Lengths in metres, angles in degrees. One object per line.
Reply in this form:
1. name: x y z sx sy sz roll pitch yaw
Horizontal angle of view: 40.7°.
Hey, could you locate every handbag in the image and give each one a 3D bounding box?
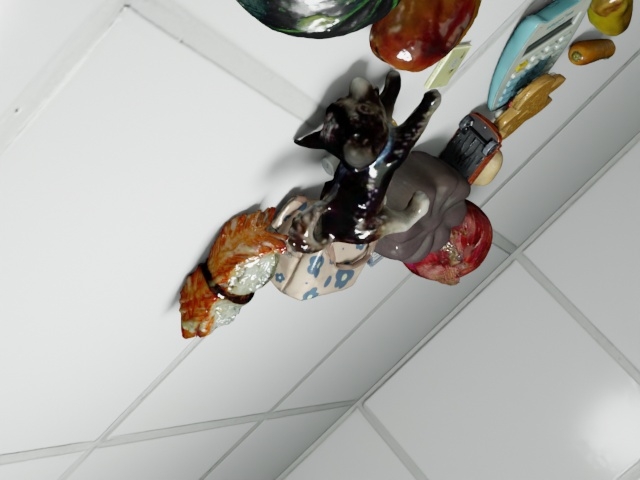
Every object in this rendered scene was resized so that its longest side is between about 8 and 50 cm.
1. handbag: 0.000 0.000 1.878 0.251 0.190 0.193 -12 138 -50

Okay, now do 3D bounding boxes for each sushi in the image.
1. sushi: -0.185 0.074 1.769 0.130 0.124 0.332 -1 138 -46

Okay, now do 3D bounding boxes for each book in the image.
1. book: 0.273 -0.372 1.843 0.077 0.014 0.111 -20 151 -46

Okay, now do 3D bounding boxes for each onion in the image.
1. onion: 0.341 -0.001 2.401 0.276 0.276 0.276 -36 159 -16

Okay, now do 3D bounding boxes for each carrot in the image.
1. carrot: 0.728 -0.509 2.323 0.225 0.067 0.067 -20 151 -49

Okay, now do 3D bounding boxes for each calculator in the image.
1. calculator: 0.516 -0.451 2.074 0.256 0.054 0.386 -35 160 -19

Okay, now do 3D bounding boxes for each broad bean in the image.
1. broad bean: 0.185 -0.388 1.495 0.228 0.122 0.156 -45 135 -8

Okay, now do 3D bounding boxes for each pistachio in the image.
1. pistachio: 0.713 -0.581 2.108 0.110 0.100 0.189 -62 153 -9

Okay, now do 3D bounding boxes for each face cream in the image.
1. face cream: 0.084 -0.198 1.801 0.182 0.051 0.072 -35 155 -21

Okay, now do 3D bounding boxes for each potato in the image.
1. potato: 0.444 -0.214 2.360 0.112 0.112 0.147 -32 164 -24

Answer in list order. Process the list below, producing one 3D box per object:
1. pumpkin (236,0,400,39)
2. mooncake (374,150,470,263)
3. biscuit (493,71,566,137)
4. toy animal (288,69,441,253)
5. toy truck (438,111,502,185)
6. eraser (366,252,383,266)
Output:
1. pumpkin: 0.017 -0.377 1.040 0.315 0.238 0.315 -40 159 -19
2. mooncake: 0.232 -0.078 2.125 0.306 0.154 0.306 -35 147 -27
3. biscuit: 0.526 -0.356 2.204 0.216 0.047 0.339 -39 170 5
4. toy animal: 0.064 -0.140 1.637 0.302 0.194 0.344 -20 124 -35
5. toy truck: 0.381 -0.217 2.230 0.114 0.107 0.253 -22 154 -45
6. eraser: 0.153 -0.003 2.341 0.092 0.046 0.212 -39 160 -10
